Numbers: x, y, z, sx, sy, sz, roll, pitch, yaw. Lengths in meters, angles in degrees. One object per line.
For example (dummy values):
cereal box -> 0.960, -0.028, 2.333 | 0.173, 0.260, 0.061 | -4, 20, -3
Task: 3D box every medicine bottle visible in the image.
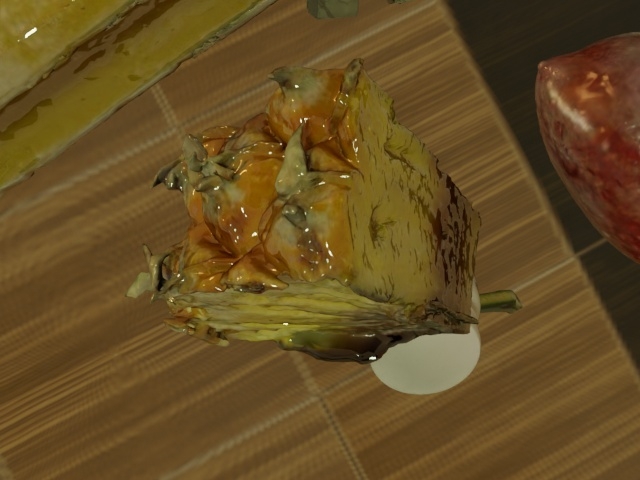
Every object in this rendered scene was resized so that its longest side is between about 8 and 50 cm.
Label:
medicine bottle -> 0.076, 0.033, 1.149 | 0.103, 0.186, 0.102 | -2, 126, -3

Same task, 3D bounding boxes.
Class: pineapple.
pineapple -> 0.000, 0.000, 0.735 | 0.186, 0.236, 0.114 | 12, 73, -12

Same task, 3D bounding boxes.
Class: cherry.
cherry -> 0.267, -0.068, 1.074 | 0.250, 0.192, 0.175 | 32, 125, -12

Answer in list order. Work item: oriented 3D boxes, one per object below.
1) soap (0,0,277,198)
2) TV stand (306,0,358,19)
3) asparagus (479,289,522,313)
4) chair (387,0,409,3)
soap -> -0.064, -0.139, 0.415 | 0.258, 0.080, 0.160 | -33, 78, 21
TV stand -> 0.019, -0.350, 1.398 | 0.049, 0.040, 0.256 | -10, 120, -25
asparagus -> 0.171, 0.072, 1.527 | 0.108, 0.021, 0.025 | -6, 52, -12
chair -> 0.190, -0.326, 1.183 | 0.275, 0.190, 0.203 | -3, 107, 20
